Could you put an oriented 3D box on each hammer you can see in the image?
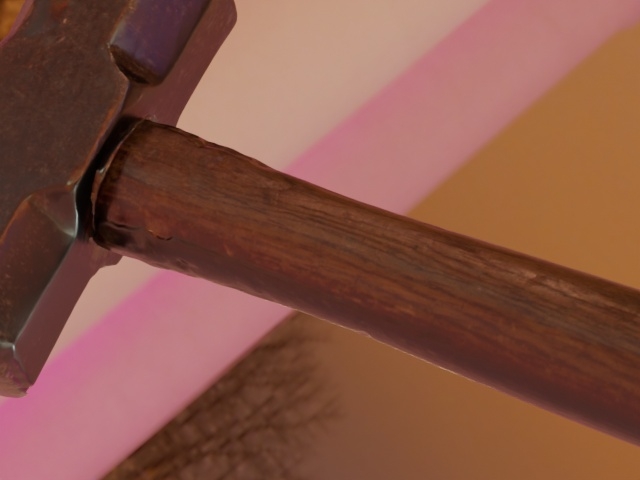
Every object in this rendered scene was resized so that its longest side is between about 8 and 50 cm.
[{"bbox_3d":[0.000,0.000,0.708,0.409,0.242,0.095,19,-21,23],"label":"hammer"}]
